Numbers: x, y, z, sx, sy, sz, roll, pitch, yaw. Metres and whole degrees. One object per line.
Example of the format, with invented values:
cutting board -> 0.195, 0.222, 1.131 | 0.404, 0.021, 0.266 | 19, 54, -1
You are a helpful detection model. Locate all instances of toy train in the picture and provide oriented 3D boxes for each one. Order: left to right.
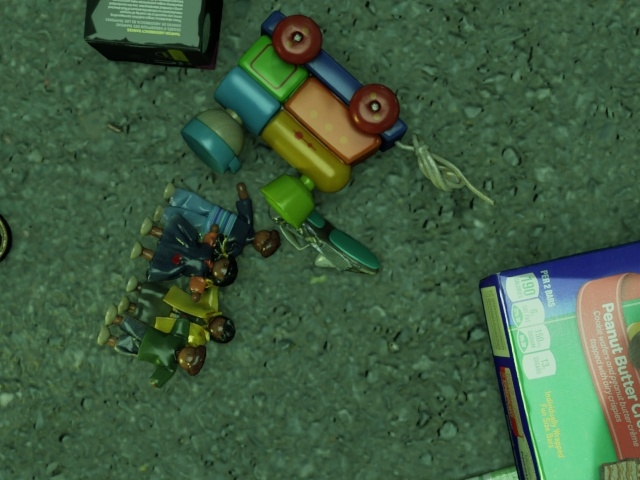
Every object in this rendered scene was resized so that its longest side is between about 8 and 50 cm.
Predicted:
toy train -> 0.012, -0.065, 1.374 | 0.248, 0.105, 0.143 | 42, 83, 2

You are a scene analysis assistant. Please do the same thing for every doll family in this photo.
doll family -> -0.108, 0.035, 1.401 | 0.111, 0.076, 0.193 | 19, 87, 7

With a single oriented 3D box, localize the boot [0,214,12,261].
boot -> -0.361, -0.051, 1.380 | 0.198, 0.137, 0.077 | 31, 90, 3

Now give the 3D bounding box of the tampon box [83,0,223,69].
tampon box -> -0.136, -0.236, 1.383 | 0.101, 0.120, 0.161 | 6, 89, 3

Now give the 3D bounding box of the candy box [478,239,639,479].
candy box -> 0.318, 0.126, 1.347 | 0.317, 0.122, 0.268 | -12, 88, -4

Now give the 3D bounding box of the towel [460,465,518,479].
towel -> 0.159, 0.258, 1.412 | 0.152, 0.023, 0.113 | -15, 86, 4

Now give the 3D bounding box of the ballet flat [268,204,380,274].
ballet flat -> 0.000, 0.000, 1.418 | 0.114, 0.041, 0.041 | 39, 90, 3
